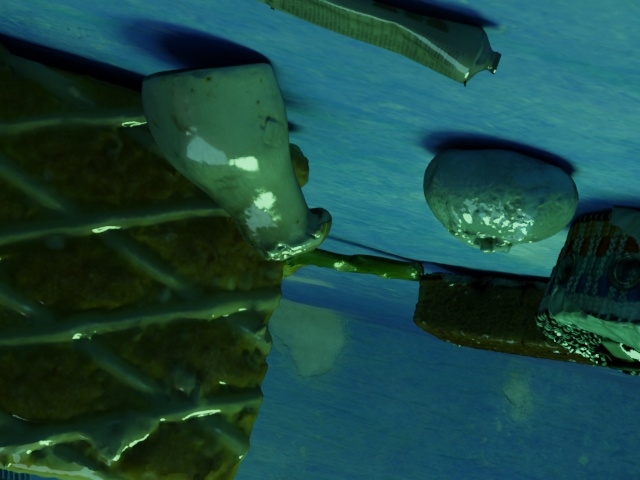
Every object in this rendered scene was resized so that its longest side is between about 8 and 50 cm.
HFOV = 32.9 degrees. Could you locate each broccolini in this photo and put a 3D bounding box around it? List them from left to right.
[{"bbox_3d":[0.001,0.005,1.649,0.392,0.079,0.074,9,164,-28],"label":"broccolini"}]

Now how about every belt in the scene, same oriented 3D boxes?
[{"bbox_3d":[0.340,0.061,1.108,0.207,0.150,0.257,25,169,-14],"label":"belt"}]

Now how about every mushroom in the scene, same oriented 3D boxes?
[{"bbox_3d":[-0.070,-0.063,0.902,0.116,0.093,0.225,0,132,22],"label":"mushroom"}]

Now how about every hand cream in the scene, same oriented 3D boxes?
[{"bbox_3d":[0.032,-0.135,0.670,0.165,0.037,0.057,20,173,4],"label":"hand cream"}]

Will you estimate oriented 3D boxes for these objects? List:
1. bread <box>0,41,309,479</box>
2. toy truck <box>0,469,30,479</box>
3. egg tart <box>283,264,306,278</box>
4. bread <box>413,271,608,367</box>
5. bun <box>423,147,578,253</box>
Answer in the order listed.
[{"bbox_3d":[-0.239,0.036,1.063,0.389,0.371,0.279,14,171,-20],"label":"bread"},{"bbox_3d":[-0.341,0.232,1.063,0.074,0.063,0.136,-6,-173,-43],"label":"toy truck"},{"bbox_3d":[-0.163,0.024,1.792,0.290,0.115,0.290,12,170,2],"label":"egg tart"},{"bbox_3d":[0.357,0.123,1.644,0.416,0.113,0.165,5,170,38],"label":"bread"},{"bbox_3d":[0.158,-0.032,0.971,0.140,0.083,0.141,12,169,2],"label":"bun"}]
